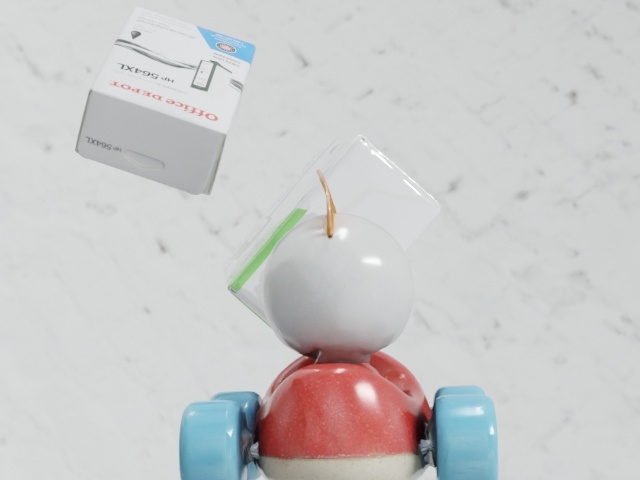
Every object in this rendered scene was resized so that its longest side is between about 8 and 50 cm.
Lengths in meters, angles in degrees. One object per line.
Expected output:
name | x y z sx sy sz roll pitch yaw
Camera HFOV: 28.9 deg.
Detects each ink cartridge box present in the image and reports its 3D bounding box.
ink cartridge box | 0.000 0.000 1.311 0.115 0.198 0.273 41 -2 -7
ink cartridge box | -0.161 -0.153 1.332 0.148 0.203 0.086 18 -56 -6

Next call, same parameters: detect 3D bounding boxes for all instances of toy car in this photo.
toy car | 0.016 0.067 0.931 0.210 0.219 0.238 34 55 -84
